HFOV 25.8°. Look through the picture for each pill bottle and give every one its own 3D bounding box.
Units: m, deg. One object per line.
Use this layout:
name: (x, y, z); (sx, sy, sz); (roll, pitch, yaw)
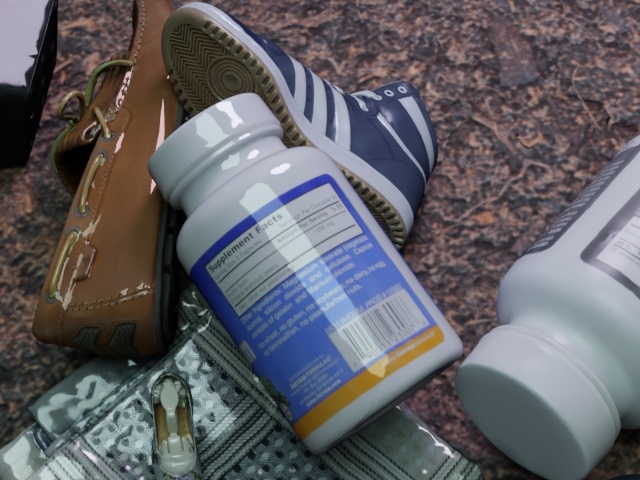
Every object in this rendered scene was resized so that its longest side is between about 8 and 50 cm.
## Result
pill bottle: (0.257, 0.042, 1.149); (0.176, 0.176, 0.318); (37, 65, 19)
pill bottle: (-0.020, 0.021, 1.124); (0.152, 0.152, 0.272); (-33, 80, -14)

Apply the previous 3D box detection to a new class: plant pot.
plant pot: (-0.340, -0.171, 1.307); (0.167, 0.187, 0.188); (12, 63, -6)

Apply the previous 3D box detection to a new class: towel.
towel: (-0.076, 0.191, 1.168); (0.312, 0.056, 0.324); (-41, 67, -17)

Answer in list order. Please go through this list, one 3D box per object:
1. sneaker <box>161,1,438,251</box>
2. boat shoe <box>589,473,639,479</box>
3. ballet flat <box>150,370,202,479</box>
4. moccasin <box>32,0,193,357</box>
sneaker: (-0.009, -0.123, 1.249); (0.282, 0.099, 0.153); (45, 43, -10)
boat shoe: (0.184, 0.257, 1.096); (0.340, 0.127, 0.158); (12, 57, 0)
ballet flat: (-0.121, 0.159, 1.141); (0.041, 0.041, 0.114); (-9, 62, -2)
moccasin: (-0.184, -0.069, 1.262); (0.147, 0.139, 0.380); (4, 62, 2)
